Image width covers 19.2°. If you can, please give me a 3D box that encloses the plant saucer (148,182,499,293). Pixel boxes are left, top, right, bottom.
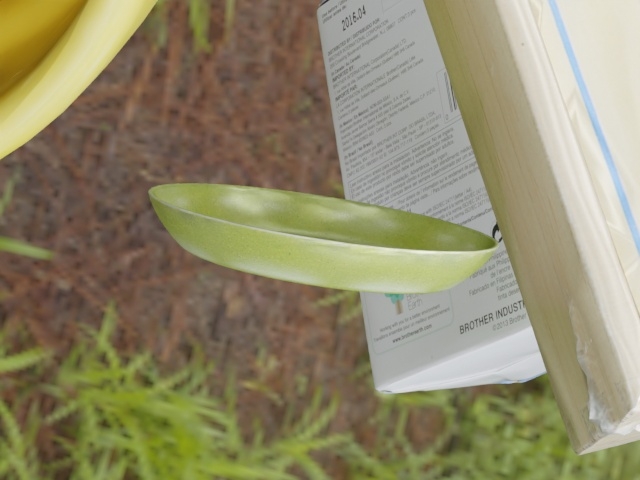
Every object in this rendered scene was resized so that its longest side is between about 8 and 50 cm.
[{"bbox_3d":[0.000,0.000,1.291,0.241,0.241,0.037,-2,104,-52],"label":"plant saucer"}]

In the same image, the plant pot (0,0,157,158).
[{"bbox_3d":[-0.134,-0.171,0.575,0.239,0.254,0.254,-67,150,-60],"label":"plant pot"}]

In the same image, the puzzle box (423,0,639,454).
[{"bbox_3d":[0.219,-0.119,0.541,0.409,0.052,0.272,-14,76,-15],"label":"puzzle box"}]

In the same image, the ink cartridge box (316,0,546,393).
[{"bbox_3d":[0.138,-0.104,1.465,0.151,0.270,0.395,-2,75,-33],"label":"ink cartridge box"}]
